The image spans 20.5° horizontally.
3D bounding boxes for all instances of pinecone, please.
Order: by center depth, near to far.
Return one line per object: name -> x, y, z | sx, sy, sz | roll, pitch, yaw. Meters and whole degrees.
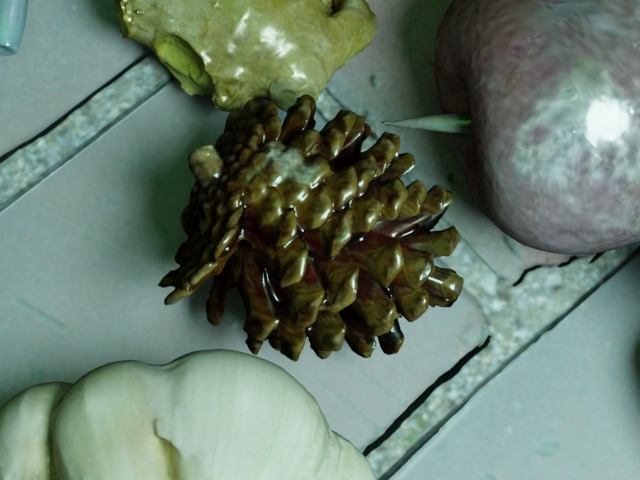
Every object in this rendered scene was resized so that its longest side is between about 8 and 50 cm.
pinecone -> 0.001, 0.000, 1.250 | 0.212, 0.168, 0.185 | 24, 81, 1

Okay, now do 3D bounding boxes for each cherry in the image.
cherry -> 0.186, -0.101, 1.266 | 0.286, 0.213, 0.236 | -4, 59, -3

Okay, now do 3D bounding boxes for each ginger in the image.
ginger -> -0.071, -0.181, 1.334 | 0.216, 0.102, 0.157 | 32, 66, 5

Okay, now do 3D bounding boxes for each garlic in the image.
garlic -> -0.096, 0.162, 1.160 | 0.281, 0.203, 0.184 | 12, 112, -8

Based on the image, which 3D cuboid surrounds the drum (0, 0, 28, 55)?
drum -> -0.251, -0.273, 1.374 | 0.130, 0.049, 0.253 | 19, 72, 1
